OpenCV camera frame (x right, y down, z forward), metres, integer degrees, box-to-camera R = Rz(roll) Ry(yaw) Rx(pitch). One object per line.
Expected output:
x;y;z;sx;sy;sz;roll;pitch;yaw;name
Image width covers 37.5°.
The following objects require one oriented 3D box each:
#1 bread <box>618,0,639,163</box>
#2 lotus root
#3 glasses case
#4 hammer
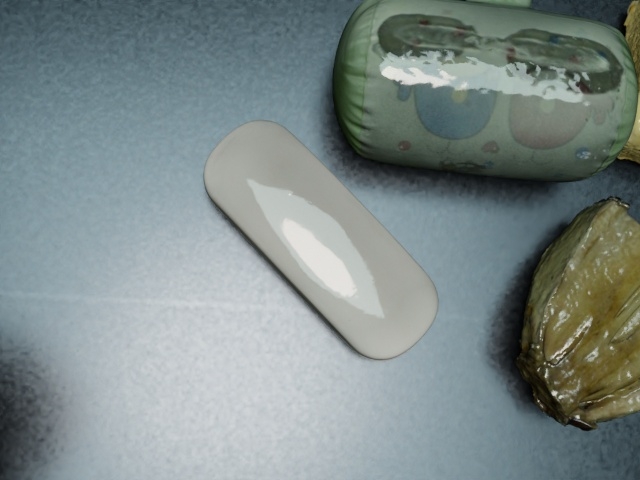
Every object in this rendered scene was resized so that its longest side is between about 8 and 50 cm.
0.310;-0.102;0.692;0.188;0.068;0.125;15;83;-2;bread
0.197;0.060;0.664;0.144;0.070;0.143;-39;94;-12;lotus root
0.000;0.000;0.661;0.076;0.049;0.197;-44;89;-9;glasses case
0.123;-0.209;0.675;0.206;0.119;0.335;8;76;-5;hammer
